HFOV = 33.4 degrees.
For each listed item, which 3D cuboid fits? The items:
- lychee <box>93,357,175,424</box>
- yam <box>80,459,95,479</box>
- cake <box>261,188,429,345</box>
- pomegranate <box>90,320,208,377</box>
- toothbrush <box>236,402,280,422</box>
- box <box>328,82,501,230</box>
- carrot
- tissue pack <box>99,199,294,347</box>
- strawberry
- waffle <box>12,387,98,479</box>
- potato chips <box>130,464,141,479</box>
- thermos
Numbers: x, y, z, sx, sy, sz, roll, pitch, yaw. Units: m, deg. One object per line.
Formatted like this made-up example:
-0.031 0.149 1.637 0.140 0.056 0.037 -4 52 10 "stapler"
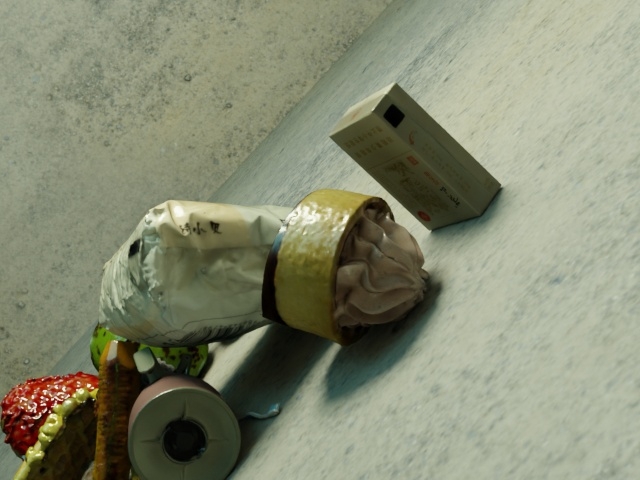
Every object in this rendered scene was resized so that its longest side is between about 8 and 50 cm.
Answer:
-0.283 0.272 1.723 0.165 0.197 0.165 -12 33 8 "lychee"
-0.349 0.404 1.676 0.079 0.079 0.141 -44 11 13 "yam"
0.049 0.046 1.323 0.185 0.178 0.207 -31 -40 -55 "cake"
-0.305 0.162 1.905 0.211 0.263 0.211 -2 20 1 "pomegranate"
-0.098 0.247 1.478 0.162 0.014 0.017 -30 35 53 "toothbrush"
0.122 -0.106 1.406 0.058 0.201 0.141 -52 12 -22 "box"
-0.309 0.307 1.585 0.066 0.066 0.314 -23 60 61 "carrot"
-0.125 0.053 1.587 0.376 0.195 0.390 -3 -12 -28 "tissue pack"
-0.549 0.363 2.273 0.245 0.205 0.205 -26 14 2 "strawberry"
-0.424 0.378 1.785 0.300 0.058 0.281 -63 -19 -13 "waffle"
-0.288 0.373 1.664 0.026 0.037 0.204 -40 13 -1 "potato chips"
-0.207 0.240 1.500 0.146 0.176 0.265 -28 11 -8 "thermos"
